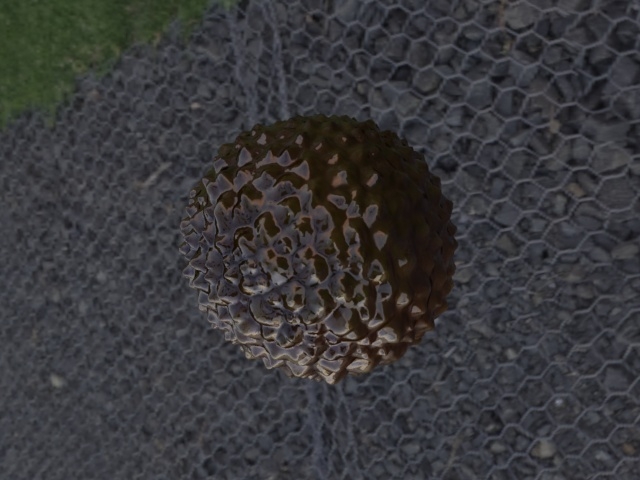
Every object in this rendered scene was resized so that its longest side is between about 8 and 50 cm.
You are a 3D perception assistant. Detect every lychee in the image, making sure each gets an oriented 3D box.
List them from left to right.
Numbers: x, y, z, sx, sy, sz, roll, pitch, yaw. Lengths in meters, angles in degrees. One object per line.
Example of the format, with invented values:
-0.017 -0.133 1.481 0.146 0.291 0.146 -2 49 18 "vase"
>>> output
0.000 0.000 0.621 0.238 0.200 0.200 -95 28 -58 "lychee"
